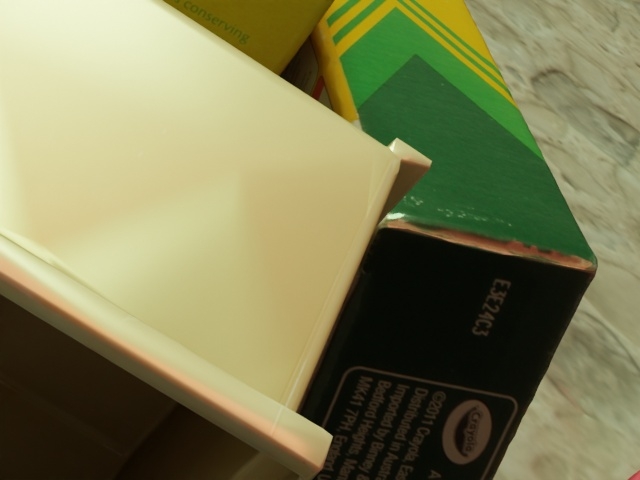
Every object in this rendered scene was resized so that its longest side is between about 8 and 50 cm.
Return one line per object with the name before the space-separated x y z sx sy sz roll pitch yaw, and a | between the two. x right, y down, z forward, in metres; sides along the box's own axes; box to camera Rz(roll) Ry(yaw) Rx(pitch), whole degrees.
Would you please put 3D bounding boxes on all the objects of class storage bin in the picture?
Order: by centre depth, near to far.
storage bin | -0.148 0.010 0.534 0.262 0.260 0.123 32 48 -9

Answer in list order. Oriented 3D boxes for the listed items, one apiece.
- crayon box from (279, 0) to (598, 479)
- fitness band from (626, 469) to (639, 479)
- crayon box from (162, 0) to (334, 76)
crayon box | 0.000 0.000 0.721 0.083 0.203 0.323 12 29 -17
fitness band | 0.257 0.231 0.895 0.291 0.054 0.209 38 26 -4
crayon box | -0.117 -0.094 0.649 0.202 0.318 0.081 29 30 -18
